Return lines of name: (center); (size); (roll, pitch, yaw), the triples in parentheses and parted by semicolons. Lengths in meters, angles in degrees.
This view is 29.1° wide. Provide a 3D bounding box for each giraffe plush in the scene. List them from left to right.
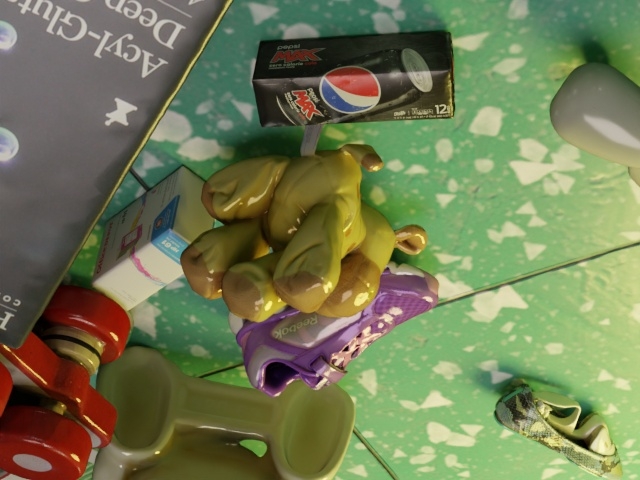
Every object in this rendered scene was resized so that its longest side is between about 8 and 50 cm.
giraffe plush: (0.000, 0.000, 1.138); (0.181, 0.210, 0.170); (22, 166, 37)

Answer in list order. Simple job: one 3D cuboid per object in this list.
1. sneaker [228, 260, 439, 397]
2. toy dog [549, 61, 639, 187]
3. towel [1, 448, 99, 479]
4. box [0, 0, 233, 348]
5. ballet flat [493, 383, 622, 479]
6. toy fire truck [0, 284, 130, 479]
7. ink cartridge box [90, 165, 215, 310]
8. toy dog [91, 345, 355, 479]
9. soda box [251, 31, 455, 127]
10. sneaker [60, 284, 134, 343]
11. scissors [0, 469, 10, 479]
sneaker: (0.015, 0.097, 1.250); (0.236, 0.104, 0.095); (-20, 144, 24)
toy dog: (0.369, -0.071, 1.056); (0.220, 0.161, 0.333); (-33, 109, 36)
towel: (-0.412, 0.275, 1.534); (0.248, 0.038, 0.325); (29, 132, -21)
box: (-0.256, -0.169, 0.888); (0.293, 0.212, 0.395); (25, 119, -19)
ballet flat: (0.283, 0.213, 1.384); (0.188, 0.070, 0.070); (26, 132, -24)
toy fire truck: (-0.341, 0.111, 1.158); (0.254, 0.169, 0.302); (-6, 143, 26)
ink cartridge box: (-0.160, -0.001, 1.189); (0.052, 0.088, 0.122); (36, 128, -28)
toy dog: (-0.125, 0.385, 1.377); (0.285, 0.395, 0.408); (4, 127, -11)
soda box: (0.030, -0.137, 1.054); (0.169, 0.060, 0.053); (-2, 134, 8)
sneaker: (-0.347, 0.132, 1.319); (0.302, 0.121, 0.108); (-9, 134, 14)
scissors: (-0.342, 0.219, 1.430); (0.297, 0.021, 0.109); (-24, 125, 27)
